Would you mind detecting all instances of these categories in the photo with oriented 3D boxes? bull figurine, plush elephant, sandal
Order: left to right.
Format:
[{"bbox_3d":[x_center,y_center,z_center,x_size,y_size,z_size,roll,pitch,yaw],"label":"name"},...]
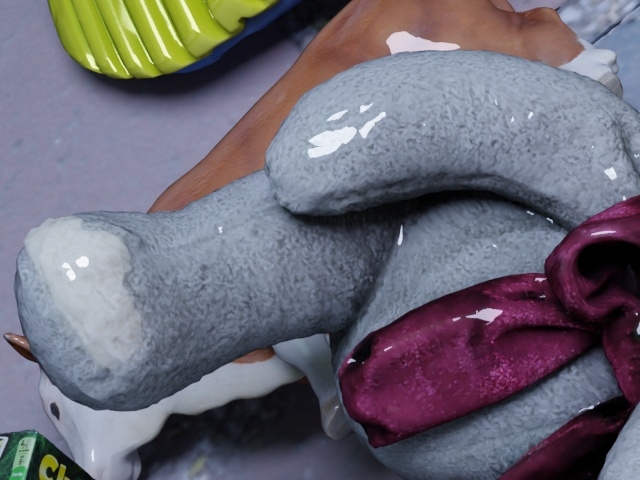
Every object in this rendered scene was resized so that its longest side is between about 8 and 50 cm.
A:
[{"bbox_3d":[-0.016,-0.164,0.958,0.317,0.138,0.126,-13,90,39],"label":"sandal"},{"bbox_3d":[0.000,0.000,0.847,0.188,0.101,0.310,31,79,37],"label":"bull figurine"},{"bbox_3d":[0.118,0.046,0.643,0.330,0.271,0.255,-34,19,-25],"label":"plush elephant"}]

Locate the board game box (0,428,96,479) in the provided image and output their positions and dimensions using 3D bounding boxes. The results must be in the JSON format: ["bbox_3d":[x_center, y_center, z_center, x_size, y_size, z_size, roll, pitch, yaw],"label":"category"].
[{"bbox_3d":[-0.204,0.132,0.851,0.260,0.136,0.030,-6,55,25],"label":"board game box"}]
